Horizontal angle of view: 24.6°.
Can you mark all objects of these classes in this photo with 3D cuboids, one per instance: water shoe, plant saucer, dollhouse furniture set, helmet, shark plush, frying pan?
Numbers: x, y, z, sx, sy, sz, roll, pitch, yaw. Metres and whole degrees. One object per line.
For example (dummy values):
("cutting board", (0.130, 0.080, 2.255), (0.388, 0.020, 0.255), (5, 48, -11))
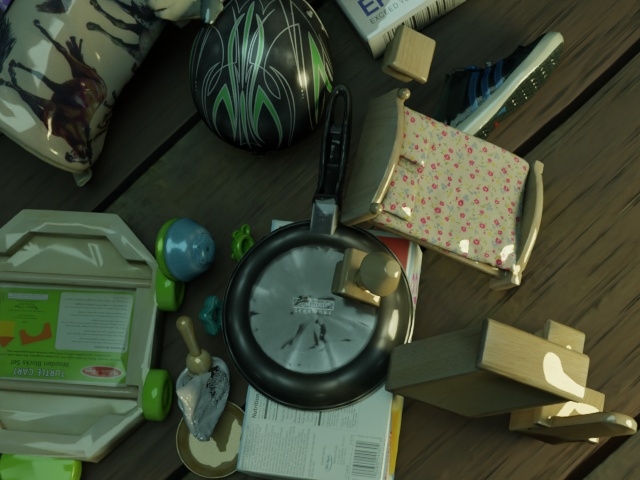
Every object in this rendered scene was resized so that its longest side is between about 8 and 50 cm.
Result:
("water shoe", (0.172, -0.164, 1.570), (0.203, 0.073, 0.080), (-44, 72, -4))
("plant saucer", (-0.111, 0.210, 1.551), (0.083, 0.015, 0.083), (-2, 76, 8))
("dollhouse furniture set", (0.195, -0.013, 1.426), (0.303, 0.174, 0.355), (22, 69, -25))
("helmet", (-0.063, -0.181, 1.563), (0.169, 0.161, 0.169), (-2, 76, 8))
("shark plush", (-0.110, -0.282, 1.511), (0.161, 0.073, 0.067), (-44, 116, -8))
("frying pan", (0.025, 0.015, 1.474), (0.197, 0.053, 0.326), (26, 84, 13))

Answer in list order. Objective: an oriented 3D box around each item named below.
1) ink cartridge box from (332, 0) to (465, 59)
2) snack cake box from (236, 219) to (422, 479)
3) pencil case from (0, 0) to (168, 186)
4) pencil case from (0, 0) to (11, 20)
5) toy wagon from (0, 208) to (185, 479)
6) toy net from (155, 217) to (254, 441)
("ink cartridge box", (0.103, -0.423, 1.647), (0.324, 0.071, 0.330), (-34, 75, 0))
("snack cake box", (0.011, 0.121, 1.517), (0.152, 0.089, 0.264), (6, 77, 12))
("pencil case", (-0.219, -0.269, 1.578), (0.183, 0.160, 0.410), (30, 95, -22))
("pencil case", (-0.295, -0.332, 1.674), (0.206, 0.088, 0.086), (-33, 64, -2))
("toy wagon", (-0.289, 0.139, 1.570), (0.267, 0.068, 0.344), (3, 78, 10))
("toy net", (-0.121, 0.094, 1.545), (0.045, 0.122, 0.232), (-1, 84, 35))
